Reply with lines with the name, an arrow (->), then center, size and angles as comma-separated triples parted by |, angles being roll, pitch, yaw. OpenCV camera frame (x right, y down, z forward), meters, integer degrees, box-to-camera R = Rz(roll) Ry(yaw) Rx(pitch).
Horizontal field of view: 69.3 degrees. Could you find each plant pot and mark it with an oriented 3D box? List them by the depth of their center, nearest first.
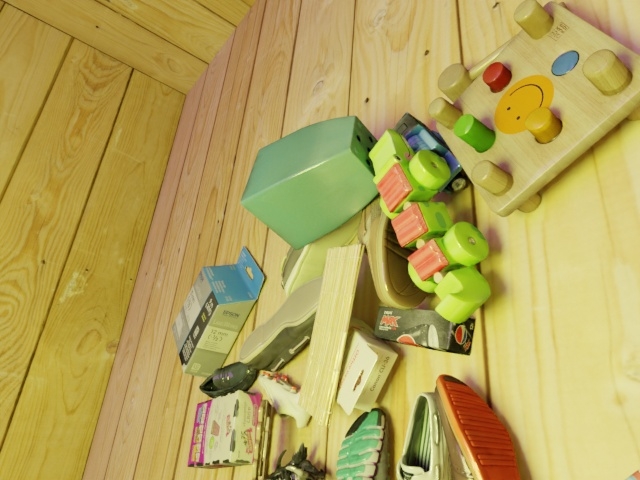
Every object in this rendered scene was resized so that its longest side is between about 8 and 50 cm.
plant pot -> 0.000, -0.124, 0.893 | 0.234, 0.166, 0.165 | -24, 39, 35

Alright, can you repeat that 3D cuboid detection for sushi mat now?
sushi mat -> 0.015, 0.158, 0.846 | 0.151, 0.019, 0.316 | 163, 120, -70

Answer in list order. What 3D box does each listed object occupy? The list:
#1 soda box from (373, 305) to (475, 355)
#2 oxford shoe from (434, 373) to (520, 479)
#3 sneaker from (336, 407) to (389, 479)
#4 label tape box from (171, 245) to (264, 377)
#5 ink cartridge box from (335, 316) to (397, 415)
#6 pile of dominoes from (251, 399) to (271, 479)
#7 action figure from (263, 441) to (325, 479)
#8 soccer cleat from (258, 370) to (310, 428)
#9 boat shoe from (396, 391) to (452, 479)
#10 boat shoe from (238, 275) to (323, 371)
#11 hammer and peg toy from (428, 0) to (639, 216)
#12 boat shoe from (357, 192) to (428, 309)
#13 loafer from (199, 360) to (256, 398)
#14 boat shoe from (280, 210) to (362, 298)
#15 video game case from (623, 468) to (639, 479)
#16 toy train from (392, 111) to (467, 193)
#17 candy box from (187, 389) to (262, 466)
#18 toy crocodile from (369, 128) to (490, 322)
soda box -> 0.164, 0.145, 0.756 | 0.169, 0.053, 0.060 | -7, 66, 56
oxford shoe -> 0.186, 0.291, 0.565 | 0.098, 0.097, 0.271 | -55, 27, 29
sneaker -> 0.078, 0.382, 0.730 | 0.083, 0.098, 0.223 | -30, 23, 40
label tape box -> -0.317, 0.196, 1.401 | 0.347, 0.115, 0.249 | -63, 32, 11
ink cartridge box -> 0.063, 0.218, 0.819 | 0.115, 0.067, 0.198 | -66, 19, 4
pile of dominoes -> -0.137, 0.450, 0.935 | 0.196, 0.040, 0.251 | 92, -179, -62
action figure -> -0.043, 0.462, 0.794 | 0.276, 0.141, 0.163 | 22, 91, 56
soccer cleat -> -0.085, 0.340, 1.005 | 0.196, 0.068, 0.076 | 6, 79, 55
boat shoe -> 0.140, 0.327, 0.656 | 0.083, 0.076, 0.226 | -14, 60, 53
boat shoe -> -0.053, 0.194, 1.042 | 0.335, 0.096, 0.112 | -41, 28, 29
hammer and peg toy -> 0.299, -0.240, 0.718 | 0.266, 0.127, 0.361 | -47, 37, 30
boat shoe -> 0.131, -0.011, 0.855 | 0.110, 0.122, 0.341 | -42, 29, 43
loafer -> -0.244, 0.366, 1.214 | 0.223, 0.078, 0.076 | -38, 43, 39
boat shoe -> -0.004, -0.001, 1.050 | 0.305, 0.109, 0.091 | -59, 37, 22
video game case -> 0.283, 0.395, 0.445 | 0.285, 0.025, 0.204 | -54, 34, 21
toy train -> 0.197, -0.156, 0.843 | 0.080, 0.105, 0.184 | -52, 34, 25
candy box -> -0.239, 0.474, 1.148 | 0.233, 0.071, 0.159 | -32, 45, 45
toy crocodile -> 0.156, -0.033, 0.721 | 0.115, 0.105, 0.340 | -47, 55, 45
